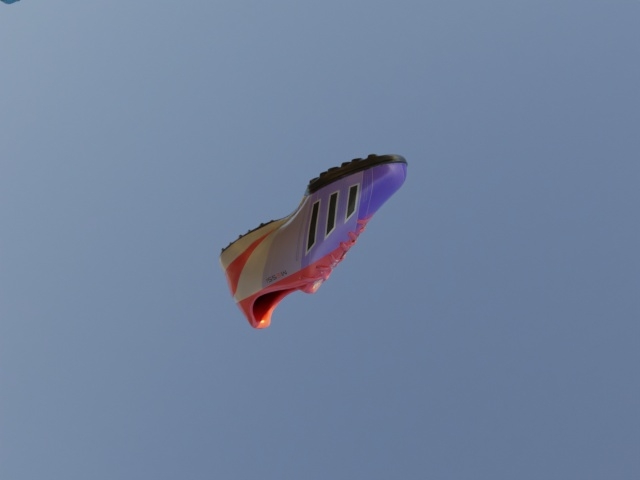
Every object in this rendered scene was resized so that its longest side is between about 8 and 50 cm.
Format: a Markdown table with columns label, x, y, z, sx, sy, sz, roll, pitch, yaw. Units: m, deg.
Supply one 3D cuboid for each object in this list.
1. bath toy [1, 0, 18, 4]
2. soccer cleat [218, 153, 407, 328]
| label | x | y | z | sx | sy | sz | roll | pitch | yaw |
| --- | --- | --- | --- | --- | --- | --- | --- | --- | --- |
| bath toy | -0.515 | -0.232 | 1.246 | 0.348 | 0.129 | 0.151 | -28 | -107 | 5 |
| soccer cleat | 0.000 | 0.000 | 1.425 | 0.318 | 0.109 | 0.116 | -34 | -114 | 32 |
